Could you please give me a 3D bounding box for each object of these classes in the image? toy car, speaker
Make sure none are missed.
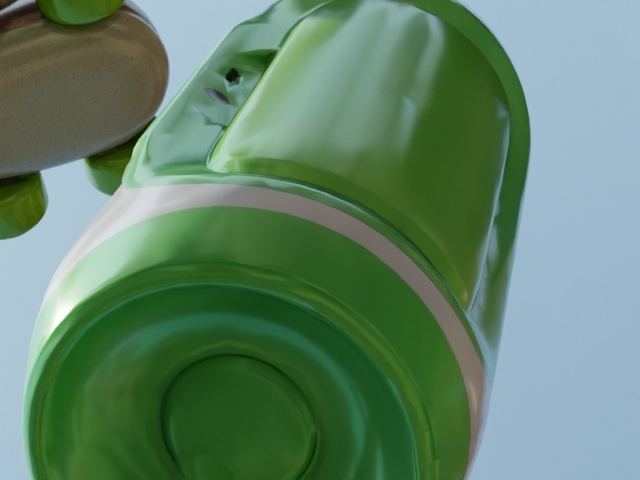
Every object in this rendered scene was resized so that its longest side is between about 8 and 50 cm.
[{"bbox_3d":[-0.179,-0.125,1.015,0.149,0.155,0.188,-19,-134,-10],"label":"toy car"},{"bbox_3d":[0.000,0.000,0.577,0.131,0.131,0.296,28,-156,-2],"label":"speaker"}]
